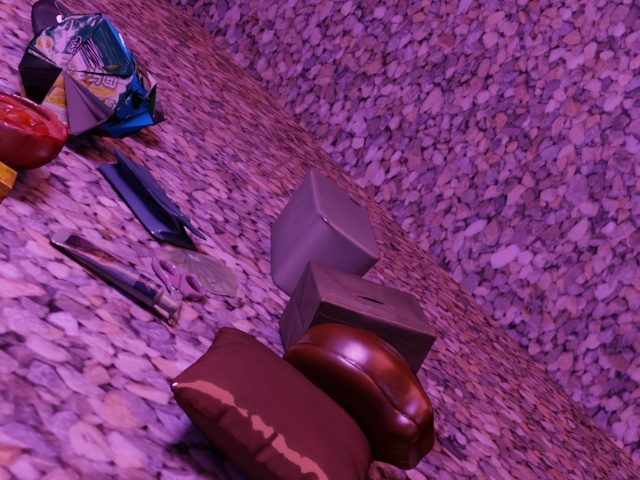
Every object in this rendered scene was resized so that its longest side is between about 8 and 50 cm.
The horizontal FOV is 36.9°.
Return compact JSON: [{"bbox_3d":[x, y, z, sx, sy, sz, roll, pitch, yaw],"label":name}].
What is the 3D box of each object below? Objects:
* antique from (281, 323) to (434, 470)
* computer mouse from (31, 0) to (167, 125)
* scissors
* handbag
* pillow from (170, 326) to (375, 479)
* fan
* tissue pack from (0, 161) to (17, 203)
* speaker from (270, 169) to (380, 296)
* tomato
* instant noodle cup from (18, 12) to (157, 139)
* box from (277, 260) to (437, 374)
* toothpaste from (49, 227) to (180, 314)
[{"bbox_3d":[0.060,0.237,1.499,0.278,0.129,0.224,24,-39,34],"label":"antique"},{"bbox_3d":[-0.506,-0.374,2.132,0.374,0.114,0.203,45,9,-12],"label":"computer mouse"},{"bbox_3d":[-0.233,0.087,1.559,0.110,0.021,0.212,34,13,-16],"label":"scissors"},{"bbox_3d":[-0.316,-0.076,1.816,0.221,0.057,0.144,45,6,26],"label":"handbag"},{"bbox_3d":[-0.053,0.255,1.300,0.308,0.108,0.305,40,10,-1],"label":"pillow"},{"bbox_3d":[-0.213,0.056,1.752,0.131,0.009,0.240,48,15,24],"label":"fan"},{"bbox_3d":[-0.496,-0.090,1.237,0.176,0.095,0.062,35,15,-23],"label":"tissue pack"},{"bbox_3d":[0.000,0.000,2.147,0.183,0.184,0.406,38,13,-13],"label":"speaker"},{"bbox_3d":[-0.507,-0.172,1.489,0.228,0.101,0.228,30,11,-6],"label":"tomato"},{"bbox_3d":[-0.441,-0.303,1.868,0.240,0.240,0.178,43,6,12],"label":"instant noodle cup"},{"bbox_3d":[0.063,0.159,1.727,0.231,0.155,0.149,18,22,-18],"label":"box"},{"bbox_3d":[-0.308,0.048,1.449,0.216,0.037,0.062,33,15,-8],"label":"toothpaste"}]
